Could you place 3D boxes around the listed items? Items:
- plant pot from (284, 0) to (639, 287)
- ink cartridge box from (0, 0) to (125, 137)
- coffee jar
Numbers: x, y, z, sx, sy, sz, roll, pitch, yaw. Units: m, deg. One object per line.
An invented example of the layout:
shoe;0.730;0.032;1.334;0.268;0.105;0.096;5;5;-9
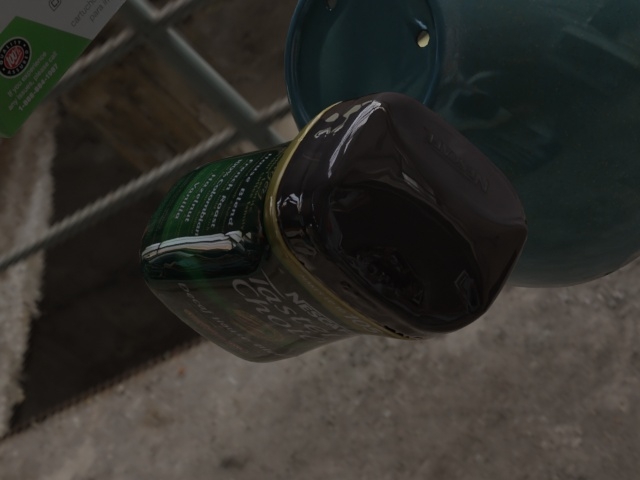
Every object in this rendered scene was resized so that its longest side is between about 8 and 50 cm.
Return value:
plant pot;0.091;-0.113;0.923;0.290;0.195;0.290;-1;89;43
ink cartridge box;-0.272;-0.242;0.997;0.117;0.278;0.201;14;61;43
coffee jar;0.000;0.000;0.585;0.079;0.096;0.184;-59;19;-22
